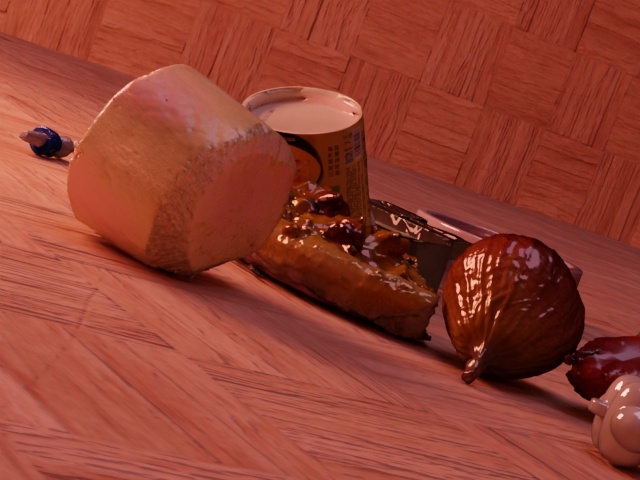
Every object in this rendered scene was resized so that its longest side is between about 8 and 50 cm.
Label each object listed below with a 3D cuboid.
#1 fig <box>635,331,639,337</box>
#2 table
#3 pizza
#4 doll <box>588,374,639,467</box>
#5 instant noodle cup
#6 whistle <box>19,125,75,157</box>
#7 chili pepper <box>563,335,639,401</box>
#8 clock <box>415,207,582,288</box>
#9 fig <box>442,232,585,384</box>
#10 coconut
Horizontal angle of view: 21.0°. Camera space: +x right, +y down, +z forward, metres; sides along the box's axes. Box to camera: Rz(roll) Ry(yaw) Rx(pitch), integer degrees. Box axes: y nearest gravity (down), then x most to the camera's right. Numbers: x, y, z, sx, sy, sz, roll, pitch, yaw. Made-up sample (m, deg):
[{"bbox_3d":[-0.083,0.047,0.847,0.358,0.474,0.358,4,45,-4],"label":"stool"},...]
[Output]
[{"bbox_3d":[0.378,0.104,1.628,0.203,0.235,0.203,32,41,-32],"label":"fig"},{"bbox_3d":[0.063,0.002,1.754,0.146,0.062,0.175,25,9,36],"label":"table"},{"bbox_3d":[0.000,0.000,1.467,0.161,0.085,0.305,16,9,-46],"label":"pizza"},{"bbox_3d":[0.260,0.141,1.186,0.162,0.062,0.106,19,1,-3],"label":"doll"},{"bbox_3d":[-0.018,-0.070,1.623,0.151,0.122,0.151,5,26,-2],"label":"instant noodle cup"},{"bbox_3d":[-0.268,-0.095,1.690,0.033,0.029,0.083,-17,-15,22],"label":"whistle"},{"bbox_3d":[0.353,0.130,1.413,0.388,0.110,0.110,15,8,-25],"label":"chili pepper"},{"bbox_3d":[0.187,0.029,1.913,0.197,0.068,0.197,20,7,-2],"label":"clock"},{"bbox_3d":[0.147,0.053,1.342,0.119,0.119,0.153,22,5,11],"label":"fig"},{"bbox_3d":[-0.112,-0.055,1.300,0.153,0.147,0.147,34,12,27],"label":"coconut"}]
